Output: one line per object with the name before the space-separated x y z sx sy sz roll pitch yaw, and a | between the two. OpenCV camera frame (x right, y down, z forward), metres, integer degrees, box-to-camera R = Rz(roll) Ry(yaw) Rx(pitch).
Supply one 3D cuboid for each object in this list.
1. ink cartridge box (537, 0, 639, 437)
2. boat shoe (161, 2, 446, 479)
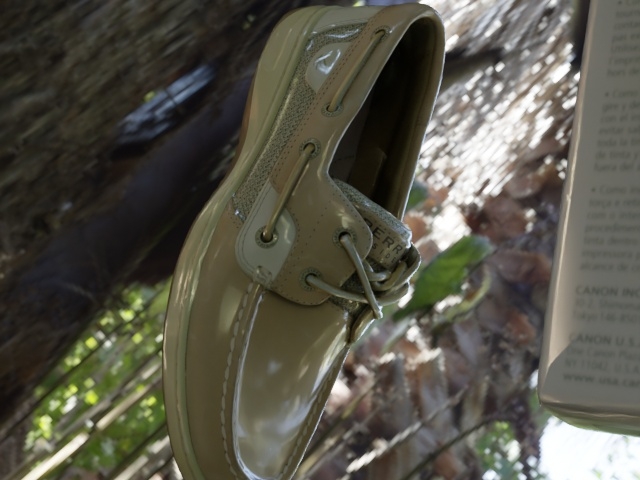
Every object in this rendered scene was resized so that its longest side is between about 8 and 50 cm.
ink cartridge box | 0.272 -0.093 0.454 0.308 0.385 0.091 2 -16 38
boat shoe | 0.000 0.000 0.594 0.098 0.302 0.109 1 -24 37
